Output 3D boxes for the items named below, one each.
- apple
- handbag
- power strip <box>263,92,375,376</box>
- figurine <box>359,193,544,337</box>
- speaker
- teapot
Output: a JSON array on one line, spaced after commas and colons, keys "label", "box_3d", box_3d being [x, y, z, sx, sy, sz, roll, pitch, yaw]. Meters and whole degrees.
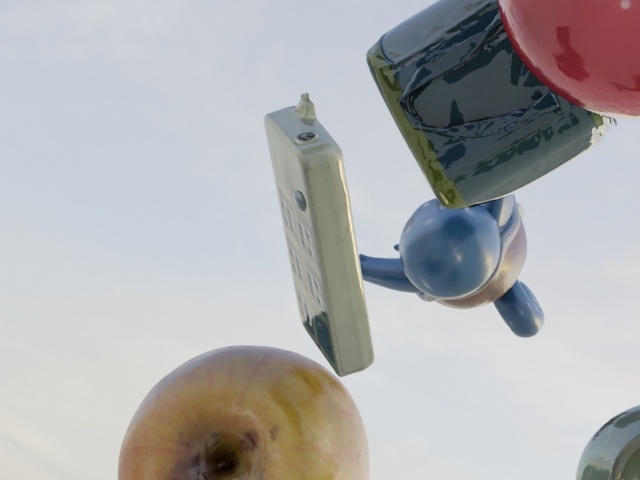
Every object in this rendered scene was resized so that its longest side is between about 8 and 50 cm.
[{"label": "apple", "box_3d": [-0.081, 0.269, 1.449, 0.299, 0.299, 0.275, 20, -20, 16]}, {"label": "handbag", "box_3d": [0.215, -0.192, 1.581, 0.263, 0.241, 0.222, 64, 13, 8]}, {"label": "power strip", "box_3d": [0.000, 0.000, 1.172, 0.118, 0.046, 0.270, -124, -159, -57]}, {"label": "figurine", "box_3d": [0.208, 0.016, 1.892, 0.298, 0.243, 0.416, -31, -26, 14]}, {"label": "speaker", "box_3d": [0.316, -0.265, 1.249, 0.294, 0.294, 0.294, 22, -24, 11]}, {"label": "teapot", "box_3d": [0.331, 0.235, 1.186, 0.184, 0.183, 0.251, 19, -8, 18]}]
